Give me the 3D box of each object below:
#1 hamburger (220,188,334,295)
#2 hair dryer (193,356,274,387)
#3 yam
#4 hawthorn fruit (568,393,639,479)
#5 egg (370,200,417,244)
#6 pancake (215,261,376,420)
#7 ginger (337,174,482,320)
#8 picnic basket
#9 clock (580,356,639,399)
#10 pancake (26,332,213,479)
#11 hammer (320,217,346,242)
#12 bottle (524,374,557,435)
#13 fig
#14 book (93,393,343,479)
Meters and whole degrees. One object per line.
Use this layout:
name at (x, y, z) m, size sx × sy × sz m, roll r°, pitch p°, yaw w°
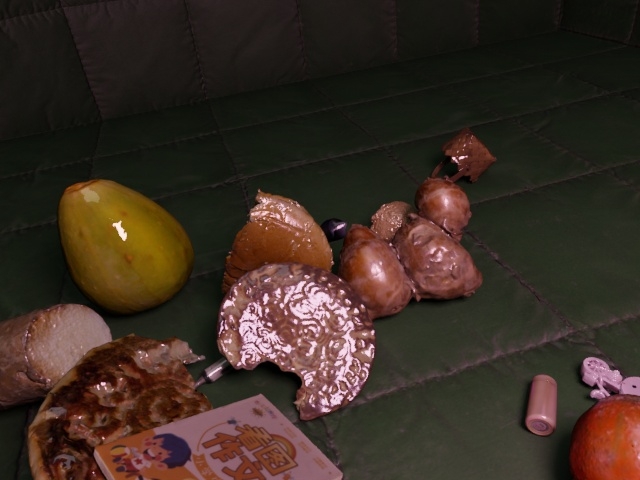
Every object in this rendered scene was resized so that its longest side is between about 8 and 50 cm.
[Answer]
hamburger at (-0.086, 0.045, 1.051) m, size 0.211 × 0.309 × 0.132 m, roll 20°, pitch 44°, yaw -9°
hair dryer at (-0.173, 0.238, 0.971) m, size 0.198 × 0.057 × 0.100 m, roll -33°, pitch 40°, yaw -20°
yam at (-0.555, 0.221, 0.918) m, size 0.304 × 0.168 × 0.168 m, roll -17°, pitch 32°, yaw 11°
hawthorn fruit at (0.411, 0.293, 0.654) m, size 0.173 × 0.172 × 0.173 m, roll -6°, pitch 33°, yaw 4°
egg at (0.183, -0.033, 1.238) m, size 0.118 × 0.116 × 0.140 m, roll 31°, pitch 57°, yaw 13°
pancake at (-0.042, 0.174, 0.910) m, size 0.288 × 0.033 × 0.286 m, roll -4°, pitch 71°, yaw -8°
ginger at (0.168, 0.045, 1.051) m, size 0.375 × 0.256 × 0.176 m, roll -30°, pitch 2°, yaw -5°
picnic basket at (0.403, -0.223, 1.480) m, size 0.178 × 0.138 × 0.128 m, roll -43°, pitch 20°, yaw 16°
clock at (0.484, 0.242, 0.822) m, size 0.087 × 0.041 × 0.129 m, roll -28°, pitch 43°, yaw -33°
pancake at (-0.284, 0.288, 0.789) m, size 0.305 × 0.066 × 0.427 m, roll 5°, pitch 24°, yaw -36°
hammer at (0.000, 0.000, 1.131) m, size 0.037 × 0.137 × 0.290 m, roll -19°, pitch -2°, yaw -18°
bottle at (0.358, 0.263, 0.815) m, size 0.045 × 0.045 × 0.096 m, roll 9°, pitch 34°, yaw 24°
fig at (-0.438, 0.011, 1.112) m, size 0.258 × 0.326 × 0.258 m, roll -22°, pitch 34°, yaw 16°
book at (-0.134, 0.320, 0.719) m, size 0.208 × 0.020 × 0.295 m, roll 31°, pitch 21°, yaw 37°
